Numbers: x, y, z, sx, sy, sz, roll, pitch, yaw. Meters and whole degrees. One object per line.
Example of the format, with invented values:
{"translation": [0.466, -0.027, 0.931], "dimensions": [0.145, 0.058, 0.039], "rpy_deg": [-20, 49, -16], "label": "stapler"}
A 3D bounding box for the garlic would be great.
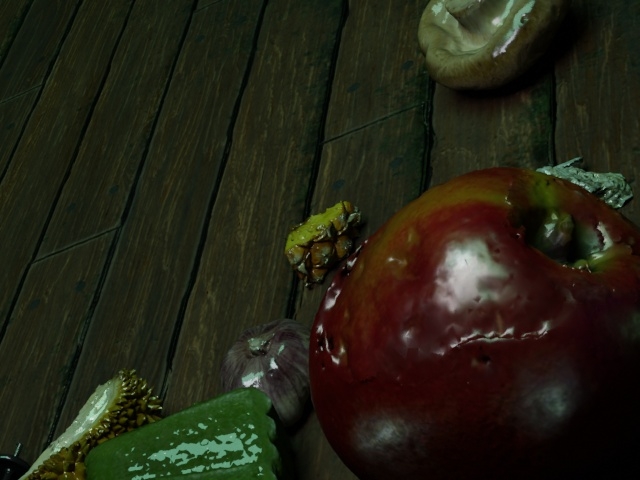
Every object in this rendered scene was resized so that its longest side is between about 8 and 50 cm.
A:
{"translation": [-0.065, 0.163, 1.715], "dimensions": [0.147, 0.102, 0.159], "rpy_deg": [-17, 37, 31], "label": "garlic"}

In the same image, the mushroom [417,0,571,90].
{"translation": [0.254, -0.327, 1.988], "dimensions": [0.278, 0.146, 0.278], "rpy_deg": [-31, 36, 27], "label": "mushroom"}

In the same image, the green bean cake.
{"translation": [-0.155, 0.301, 1.573], "dimensions": [0.248, 0.125, 0.222], "rpy_deg": [-12, 43, 8], "label": "green bean cake"}

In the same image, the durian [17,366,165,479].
{"translation": [-0.284, 0.281, 1.757], "dimensions": [0.137, 0.183, 0.250], "rpy_deg": [24, 56, 13], "label": "durian"}

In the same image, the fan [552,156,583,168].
{"translation": [0.237, -0.068, 1.756], "dimensions": [0.226, 0.008, 0.152], "rpy_deg": [-20, 8, 13], "label": "fan"}

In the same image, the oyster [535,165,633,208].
{"translation": [0.332, -0.071, 1.673], "dimensions": [0.100, 0.037, 0.098], "rpy_deg": [-21, 47, -6], "label": "oyster"}

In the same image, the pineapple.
{"translation": [0.000, 0.000, 1.903], "dimensions": [0.137, 0.069, 0.116], "rpy_deg": [-41, 26, -23], "label": "pineapple"}

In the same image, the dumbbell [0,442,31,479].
{"translation": [-0.443, 0.344, 1.876], "dimensions": [0.069, 0.069, 0.147], "rpy_deg": [-17, 38, 28], "label": "dumbbell"}

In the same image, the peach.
{"translation": [0.170, 0.118, 1.417], "dimensions": [0.339, 0.353, 0.417], "rpy_deg": [-65, 0, -46], "label": "peach"}
